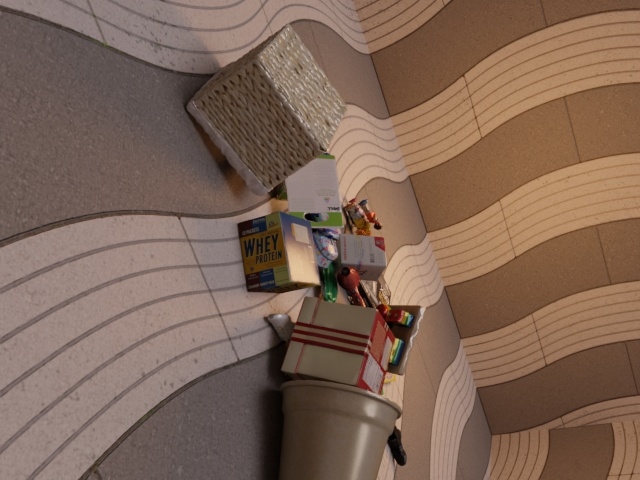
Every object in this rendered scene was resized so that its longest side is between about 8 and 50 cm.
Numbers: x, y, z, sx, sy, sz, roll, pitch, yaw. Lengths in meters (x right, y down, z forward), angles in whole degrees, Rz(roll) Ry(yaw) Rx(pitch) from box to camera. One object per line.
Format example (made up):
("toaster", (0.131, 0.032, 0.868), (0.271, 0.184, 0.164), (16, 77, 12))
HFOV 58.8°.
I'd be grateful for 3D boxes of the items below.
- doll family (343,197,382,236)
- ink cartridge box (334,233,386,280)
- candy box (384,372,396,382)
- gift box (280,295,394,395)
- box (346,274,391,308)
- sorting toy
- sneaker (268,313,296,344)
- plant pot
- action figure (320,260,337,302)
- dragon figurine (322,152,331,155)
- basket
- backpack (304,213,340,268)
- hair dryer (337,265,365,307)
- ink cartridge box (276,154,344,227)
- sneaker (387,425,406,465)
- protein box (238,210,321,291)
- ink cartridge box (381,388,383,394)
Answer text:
("doll family", (0.164, -0.077, 2.377), (0.163, 0.118, 0.263), (57, -5, -12))
("ink cartridge box", (0.140, 0.064, 2.110), (0.127, 0.176, 0.128), (114, -22, -57))
("candy box", (0.263, 0.534, 2.342), (0.206, 0.027, 0.105), (19, 63, -63))
("gift box", (0.046, 0.332, 1.618), (0.276, 0.257, 0.255), (63, 41, -51))
("box", (0.193, 0.191, 2.322), (0.308, 0.076, 0.243), (62, 27, -28))
("sorting toy", (0.251, 0.353, 2.117), (0.089, 0.255, 0.257), (25, 76, -18))
("sneaker", (-0.102, 0.252, 1.627), (0.152, 0.053, 0.061), (47, 41, -51))
("plant pot", (0.023, 0.559, 1.450), (0.334, 0.333, 0.306), (48, 46, -48))
("action figure", (0.021, 0.140, 1.971), (0.137, 0.063, 0.232), (52, 28, -48))
("dragon figurine", (-0.024, -0.345, 2.135), (0.144, 0.085, 0.290), (-36, 111, -66))
("basket", (-0.131, -0.367, 1.593), (0.331, 0.266, 0.328), (52, 32, -22))
("backpack", (0.000, 0.000, 1.894), (0.158, 0.116, 0.173), (27, 36, -62))
("hair dryer", (0.133, 0.186, 1.974), (0.294, 0.080, 0.224), (60, -4, -34))
("ink cartridge box", (-0.039, -0.146, 1.838), (0.188, 0.097, 0.256), (0, 72, -20))
("sneaker", (0.290, 0.792, 2.224), (0.089, 0.051, 0.170), (39, 37, -55))
("protein box", (-0.113, 0.040, 1.622), (0.201, 0.135, 0.200), (14, 64, -65))
("ink cartridge box", (0.096, 0.411, 1.903), (0.289, 0.121, 0.211), (35, 45, -58))
